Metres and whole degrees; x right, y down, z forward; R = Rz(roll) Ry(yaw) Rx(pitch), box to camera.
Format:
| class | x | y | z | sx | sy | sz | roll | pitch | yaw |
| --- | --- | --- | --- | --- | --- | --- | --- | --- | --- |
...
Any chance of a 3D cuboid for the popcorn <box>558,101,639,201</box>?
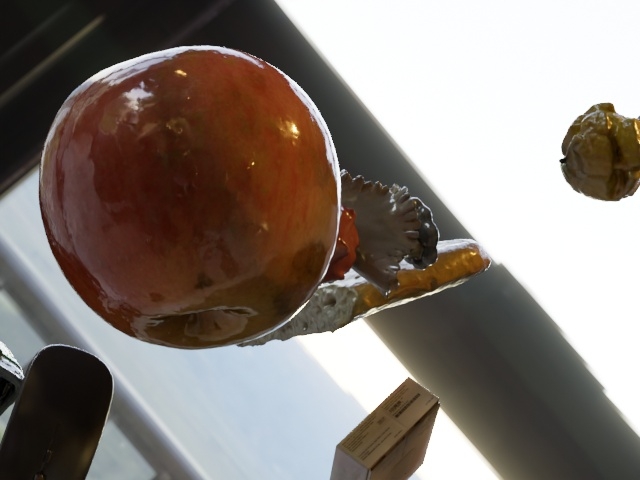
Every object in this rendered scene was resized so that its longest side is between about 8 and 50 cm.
| class | x | y | z | sx | sy | sz | roll | pitch | yaw |
| --- | --- | --- | --- | --- | --- | --- | --- | --- | --- |
| popcorn | 0.439 | -0.132 | 2.063 | 0.148 | 0.152 | 0.167 | 61 | -22 | 12 |

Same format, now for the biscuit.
| class | x | y | z | sx | sy | sz | roll | pitch | yaw |
| --- | --- | --- | --- | --- | --- | --- | --- | --- | --- |
| biscuit | 0.093 | 0.081 | 2.442 | 0.429 | 0.446 | 0.104 | -21 | -92 | 65 |

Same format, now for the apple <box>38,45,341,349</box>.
| class | x | y | z | sx | sy | sz | roll | pitch | yaw |
| --- | --- | --- | --- | --- | --- | --- | --- | --- | --- |
| apple | -0.148 | -0.041 | 1.574 | 0.364 | 0.364 | 0.364 | 48 | -8 | 9 |

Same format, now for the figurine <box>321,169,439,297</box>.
| class | x | y | z | sx | sy | sz | roll | pitch | yaw |
| --- | --- | --- | --- | --- | --- | --- | --- | --- | --- |
| figurine | 0.000 | 0.000 | 1.887 | 0.166 | 0.386 | 0.207 | -43 | -120 | 45 |

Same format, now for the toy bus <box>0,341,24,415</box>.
| class | x | y | z | sx | sy | sz | roll | pitch | yaw |
| --- | --- | --- | --- | --- | --- | --- | --- | --- | --- |
| toy bus | -0.597 | 0.237 | 1.885 | 0.183 | 0.343 | 0.199 | 44 | -1 | -40 |

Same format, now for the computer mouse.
| class | x | y | z | sx | sy | sz | roll | pitch | yaw |
| --- | --- | --- | --- | --- | --- | --- | --- | --- | --- |
| computer mouse | -0.344 | 0.248 | 1.723 | 0.120 | 0.232 | 0.057 | 23 | -17 | -16 |

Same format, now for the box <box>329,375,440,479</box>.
| class | x | y | z | sx | sy | sz | roll | pitch | yaw |
| --- | --- | --- | --- | --- | --- | --- | --- | --- | --- |
| box | 0.069 | 0.240 | 1.506 | 0.051 | 0.130 | 0.129 | 36 | -37 | 22 |
